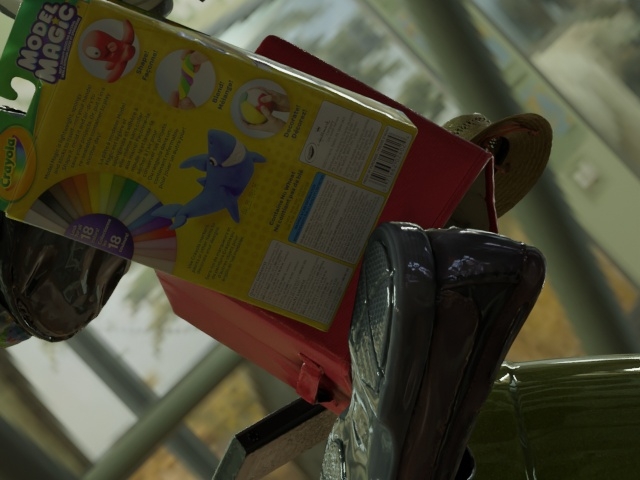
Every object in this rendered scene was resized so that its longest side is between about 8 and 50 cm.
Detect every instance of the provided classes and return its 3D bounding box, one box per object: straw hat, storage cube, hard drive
[{"bbox_3d":[0.129,-0.075,1.516,0.144,0.061,0.144,-26,-32,-18],"label":"straw hat"},{"bbox_3d":[0.000,0.000,1.300,0.215,0.193,0.183,-55,-17,-13],"label":"storage cube"},{"bbox_3d":[-0.026,0.165,1.506,0.135,0.022,0.094,-27,-22,-31],"label":"hard drive"}]

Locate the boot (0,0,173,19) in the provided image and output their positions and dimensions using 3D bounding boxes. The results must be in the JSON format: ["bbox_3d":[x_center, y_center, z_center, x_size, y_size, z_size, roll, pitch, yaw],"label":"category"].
[{"bbox_3d":[-0.287,-0.334,1.414,0.138,0.377,0.284,-40,-38,-35],"label":"boot"}]

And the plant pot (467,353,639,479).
[{"bbox_3d":[0.316,0.251,1.618,0.353,0.366,0.366,-14,5,7],"label":"plant pot"}]

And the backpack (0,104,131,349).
[{"bbox_3d":[-0.393,-0.029,1.646,0.273,0.355,0.290,-56,-18,-19],"label":"backpack"}]

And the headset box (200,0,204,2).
[{"bbox_3d":[-0.192,-0.434,1.930,0.131,0.246,0.283,-53,-12,-18],"label":"headset box"}]

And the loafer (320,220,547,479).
[{"bbox_3d":[0.059,0.120,1.005,0.109,0.095,0.302,-106,19,-50],"label":"loafer"}]

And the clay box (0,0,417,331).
[{"bbox_3d":[-0.074,-0.048,0.962,0.053,0.222,0.127,-113,45,-72],"label":"clay box"}]
